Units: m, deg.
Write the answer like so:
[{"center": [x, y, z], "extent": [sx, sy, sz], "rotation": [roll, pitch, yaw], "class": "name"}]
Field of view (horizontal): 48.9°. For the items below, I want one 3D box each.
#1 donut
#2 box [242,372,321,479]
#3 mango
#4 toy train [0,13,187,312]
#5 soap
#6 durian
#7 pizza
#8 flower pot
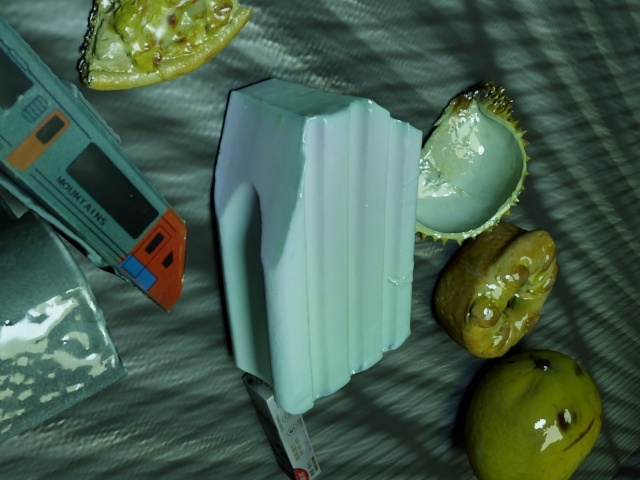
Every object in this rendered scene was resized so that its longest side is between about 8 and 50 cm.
[{"center": [0.281, 0.078, 1.116], "extent": [0.226, 0.114, 0.226], "rotation": [-27, 132, -35], "class": "donut"}, {"center": [-0.046, 0.243, 0.912], "extent": [0.039, 0.055, 0.218], "rotation": [-37, 136, -24], "class": "box"}, {"center": [0.423, 0.382, 1.391], "extent": [0.301, 0.220, 0.445], "rotation": [-49, 144, -16], "class": "mango"}, {"center": [-0.208, -0.084, 0.492], "extent": [0.089, 0.086, 0.409], "rotation": [-51, 141, -14], "class": "toy train"}, {"center": [0.000, 0.000, 0.753], "extent": [0.208, 0.115, 0.347], "rotation": [-29, 133, -34], "class": "soap"}, {"center": [0.189, -0.091, 0.920], "extent": [0.139, 0.144, 0.252], "rotation": [33, 93, -30], "class": "durian"}, {"center": [-0.124, -0.178, 0.564], "extent": [0.160, 0.036, 0.099], "rotation": [-34, 136, -28], "class": "pizza"}, {"center": [-0.221, 0.041, 0.454], "extent": [0.108, 0.229, 0.103], "rotation": [-29, 114, -27], "class": "flower pot"}]
